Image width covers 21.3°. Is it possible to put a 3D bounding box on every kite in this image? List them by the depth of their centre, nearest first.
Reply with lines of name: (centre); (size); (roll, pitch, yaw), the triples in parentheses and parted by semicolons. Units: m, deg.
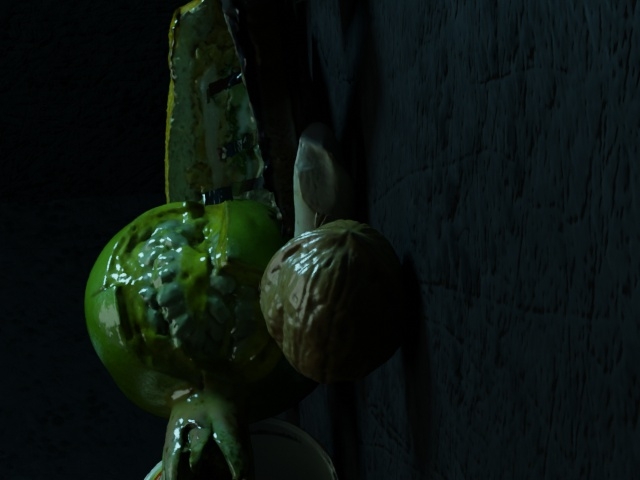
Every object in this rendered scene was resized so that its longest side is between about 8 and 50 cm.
kite: (-0.053, -0.112, 1.507); (0.310, 0.015, 0.169); (-20, -74, -73)

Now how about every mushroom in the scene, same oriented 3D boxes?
mushroom: (0.000, 0.000, 1.384); (0.084, 0.071, 0.209); (-55, -22, -46)

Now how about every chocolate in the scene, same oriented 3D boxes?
chocolate: (-0.035, -0.125, 1.372); (0.329, 0.065, 0.102); (76, 180, -57)

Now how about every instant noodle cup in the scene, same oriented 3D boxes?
instant noodle cup: (-0.074, 0.268, 1.655); (0.174, 0.213, 0.213); (120, 147, -63)

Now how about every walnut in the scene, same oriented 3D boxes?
walnut: (0.012, 0.040, 1.154); (0.105, 0.105, 0.124); (-102, 16, -51)

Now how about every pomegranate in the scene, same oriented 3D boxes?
pomegranate: (-0.095, 0.103, 1.529); (0.236, 0.236, 0.302); (97, 171, -59)

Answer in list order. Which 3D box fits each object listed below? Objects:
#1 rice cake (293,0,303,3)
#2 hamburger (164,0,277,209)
rice cake: (-0.004, -0.240, 1.253); (0.336, 0.066, 0.063); (145, 109, -81)
hamburger: (-0.085, -0.131, 1.736); (0.156, 0.144, 0.283); (-91, 3, -77)
